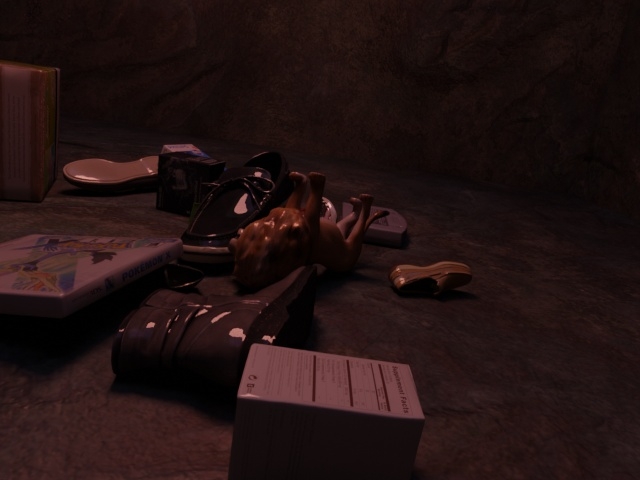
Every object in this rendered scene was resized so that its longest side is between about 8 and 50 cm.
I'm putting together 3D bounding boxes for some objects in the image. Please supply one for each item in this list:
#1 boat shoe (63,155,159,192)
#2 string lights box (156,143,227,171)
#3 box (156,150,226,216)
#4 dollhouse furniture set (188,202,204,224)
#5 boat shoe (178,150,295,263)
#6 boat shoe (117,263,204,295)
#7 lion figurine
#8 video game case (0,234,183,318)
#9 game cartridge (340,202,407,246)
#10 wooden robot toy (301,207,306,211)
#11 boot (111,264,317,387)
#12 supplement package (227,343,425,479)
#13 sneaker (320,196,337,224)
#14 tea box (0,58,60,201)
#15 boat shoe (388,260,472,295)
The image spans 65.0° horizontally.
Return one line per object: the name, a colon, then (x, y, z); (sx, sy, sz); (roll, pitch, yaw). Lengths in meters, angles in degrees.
boat shoe: (-0.599, -0.182, 1.506); (0.335, 0.095, 0.112); (-16, 59, -48)
string lights box: (-0.358, -0.198, 1.547); (0.260, 0.077, 0.133); (35, 24, 15)
box: (-0.357, -0.152, 1.383); (0.158, 0.156, 0.093); (13, 18, 14)
dollhouse furniture set: (-0.274, -0.053, 1.329); (0.076, 0.058, 0.152); (11, -5, 32)
boat shoe: (-0.190, -0.092, 1.192); (0.187, 0.156, 0.500); (6, 27, 16)
boat shoe: (-0.274, 0.062, 0.865); (0.152, 0.056, 0.049); (-5, -12, -39)
lion figurine: (0.000, 0.000, 1.050); (0.392, 0.240, 0.142); (14, -2, -42)
video game case: (-0.438, 0.042, 0.796); (0.329, 0.036, 0.300); (2, 14, 14)
game cartridge: (0.157, -0.051, 1.508); (0.198, 0.062, 0.297); (13, 16, -1)
wooden robot toy: (-0.044, -0.038, 1.333); (0.173, 0.076, 0.079); (-6, 33, -41)
boot: (-0.134, 0.100, 0.746); (0.223, 0.118, 0.338); (7, 11, 11)
supplement package: (0.004, 0.187, 0.524); (0.179, 0.105, 0.105); (9, 16, -3)
sneaker: (0.003, -0.031, 1.224); (0.077, 0.072, 0.178); (-8, 54, -20)
tea box: (-0.829, -0.303, 1.327); (0.220, 0.329, 0.323); (3, 18, -20)
boat shoe: (0.243, 0.091, 1.076); (0.190, 0.068, 0.072); (-4, 31, -11)
